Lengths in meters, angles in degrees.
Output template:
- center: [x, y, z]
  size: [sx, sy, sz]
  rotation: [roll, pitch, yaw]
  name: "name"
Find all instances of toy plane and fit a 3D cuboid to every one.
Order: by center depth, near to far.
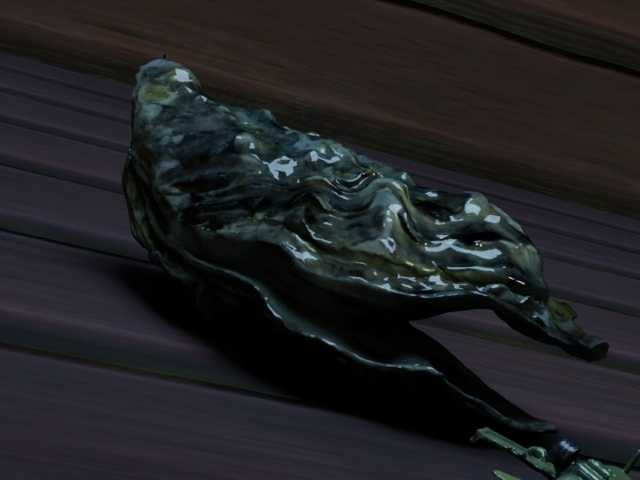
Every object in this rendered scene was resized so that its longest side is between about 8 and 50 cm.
- center: [0.117, 0.112, 0.613]
  size: [0.102, 0.040, 0.111]
  rotation: [43, 23, 26]
  name: "toy plane"

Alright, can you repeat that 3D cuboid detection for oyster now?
- center: [-0.003, -0.001, 0.805]
  size: [0.351, 0.158, 0.162]
  rotation: [37, -16, 30]
  name: "oyster"
